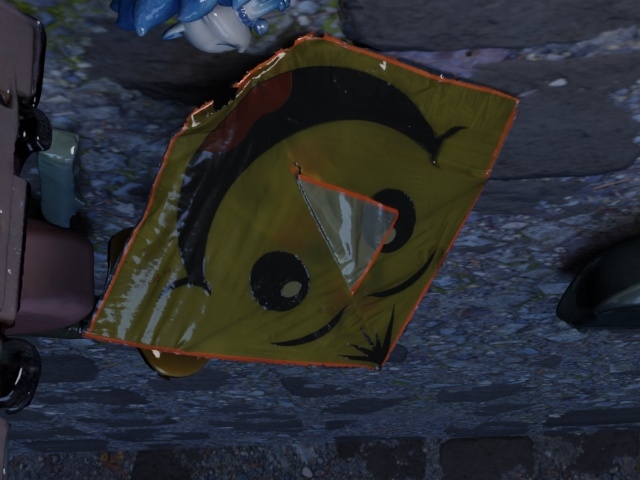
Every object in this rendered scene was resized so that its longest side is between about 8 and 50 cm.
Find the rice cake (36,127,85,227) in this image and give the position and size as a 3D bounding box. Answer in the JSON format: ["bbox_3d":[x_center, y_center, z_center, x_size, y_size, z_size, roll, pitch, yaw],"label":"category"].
[{"bbox_3d":[-0.223,-0.052,0.971,0.042,0.030,0.180,15,160,-7],"label":"rice cake"}]

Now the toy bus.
[{"bbox_3d":[-0.248,0.001,0.677,0.137,0.317,0.112,-10,158,30],"label":"toy bus"}]

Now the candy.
[{"bbox_3d":[-0.348,0.037,1.101,0.255,0.094,0.255,-2,169,0],"label":"candy"}]

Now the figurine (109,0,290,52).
[{"bbox_3d":[-0.073,-0.140,0.634,0.114,0.079,0.114,-17,-157,8],"label":"figurine"}]

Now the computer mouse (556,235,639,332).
[{"bbox_3d":[0.353,0.053,1.258,0.167,0.090,0.379,1,167,-7],"label":"computer mouse"}]

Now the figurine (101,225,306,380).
[{"bbox_3d":[-0.053,0.012,0.992,0.257,0.181,0.208,-23,112,45],"label":"figurine"}]

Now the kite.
[{"bbox_3d":[-0.001,-0.001,0.853,0.377,0.013,0.328,-31,132,-6],"label":"kite"}]

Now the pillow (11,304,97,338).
[{"bbox_3d":[-0.360,0.092,1.376,0.241,0.051,0.093,5,161,-11],"label":"pillow"}]
